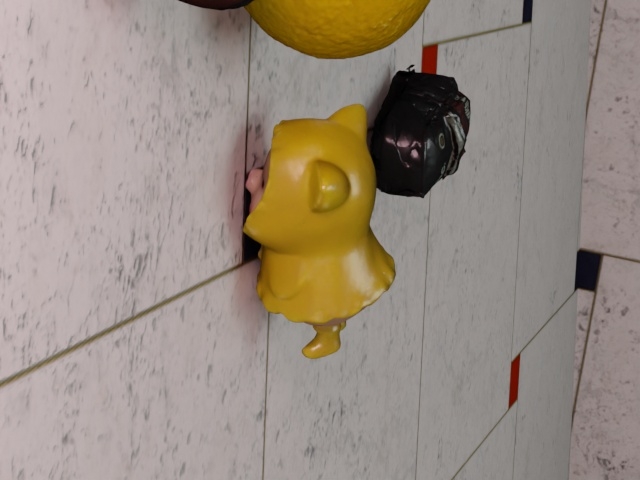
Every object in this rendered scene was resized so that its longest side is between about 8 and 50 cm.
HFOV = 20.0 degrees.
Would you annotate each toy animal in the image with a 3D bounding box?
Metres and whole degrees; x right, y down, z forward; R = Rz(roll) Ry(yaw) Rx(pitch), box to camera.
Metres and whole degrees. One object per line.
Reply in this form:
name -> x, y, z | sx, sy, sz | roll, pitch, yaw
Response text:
toy animal -> 0.001, -0.003, 1.695 | 0.156, 0.156, 0.229 | -62, 156, -53

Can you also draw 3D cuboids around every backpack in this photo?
backpack -> 0.116, -0.115, 2.099 | 0.165, 0.106, 0.120 | -68, 161, -53

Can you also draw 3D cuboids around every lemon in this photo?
lemon -> 0.012, -0.247, 1.573 | 0.244, 0.187, 0.186 | -20, 115, -76

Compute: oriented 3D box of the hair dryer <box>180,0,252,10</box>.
hair dryer -> -0.116, -0.363, 1.311 | 0.312, 0.123, 0.340 | 53, 33, -52
